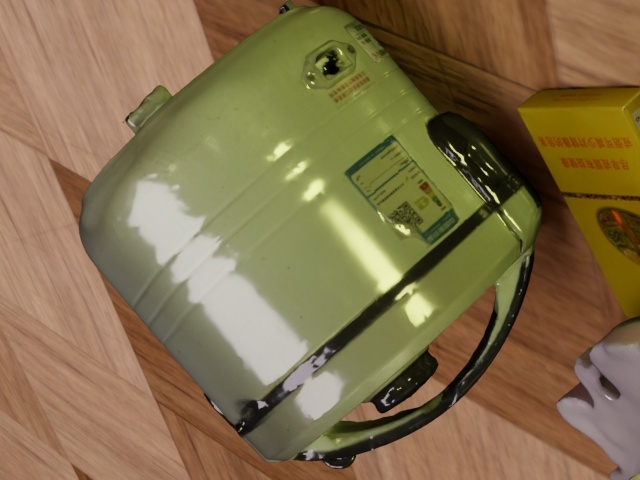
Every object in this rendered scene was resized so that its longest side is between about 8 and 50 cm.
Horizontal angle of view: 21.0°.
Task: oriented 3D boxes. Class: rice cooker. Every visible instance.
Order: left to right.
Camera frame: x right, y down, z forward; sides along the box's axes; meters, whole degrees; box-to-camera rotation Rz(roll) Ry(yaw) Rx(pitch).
[{"bbox_3d":[0.000,0.000,1.006,0.244,0.226,0.226,49,156,5],"label":"rice cooker"}]

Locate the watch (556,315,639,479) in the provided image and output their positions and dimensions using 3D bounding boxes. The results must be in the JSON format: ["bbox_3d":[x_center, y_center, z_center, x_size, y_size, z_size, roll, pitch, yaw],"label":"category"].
[{"bbox_3d":[0.165,0.181,0.944,0.196,0.231,0.244,42,161,16],"label":"watch"}]

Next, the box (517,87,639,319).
[{"bbox_3d":[0.170,-0.012,0.920,0.087,0.023,0.155,3,129,55],"label":"box"}]
